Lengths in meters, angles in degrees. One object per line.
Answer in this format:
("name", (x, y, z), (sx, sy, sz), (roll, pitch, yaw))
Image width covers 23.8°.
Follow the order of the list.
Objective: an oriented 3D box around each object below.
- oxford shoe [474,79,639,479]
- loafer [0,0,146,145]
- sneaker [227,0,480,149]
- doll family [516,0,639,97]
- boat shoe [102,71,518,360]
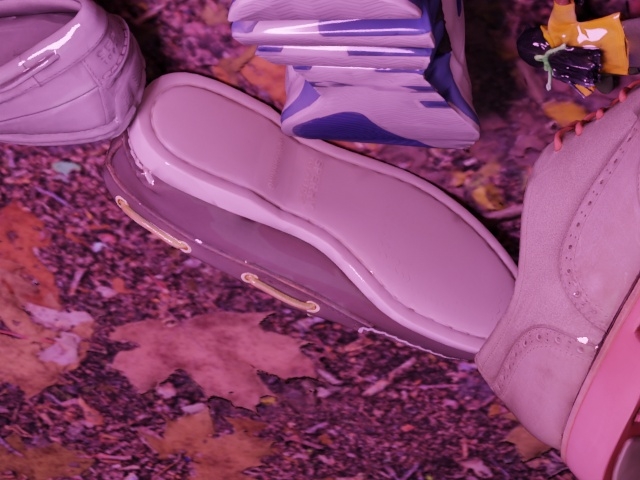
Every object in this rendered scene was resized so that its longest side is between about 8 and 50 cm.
("oxford shoe", (0.188, -0.048, 0.854), (0.140, 0.146, 0.397), (-5, 123, -49))
("loafer", (-0.275, -0.112, 0.991), (0.319, 0.112, 0.111), (-7, 148, 11))
("sneaker", (0.034, -0.166, 0.864), (0.127, 0.182, 0.315), (5, 169, 9))
("doll family", (0.158, -0.146, 0.902), (0.111, 0.076, 0.193), (-2, 134, 20))
("boat shoe", (0.000, 0.000, 1.072), (0.324, 0.117, 0.097), (28, 141, -14))
